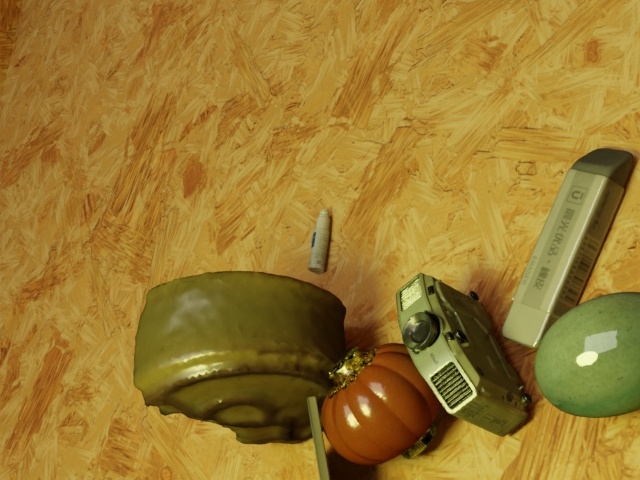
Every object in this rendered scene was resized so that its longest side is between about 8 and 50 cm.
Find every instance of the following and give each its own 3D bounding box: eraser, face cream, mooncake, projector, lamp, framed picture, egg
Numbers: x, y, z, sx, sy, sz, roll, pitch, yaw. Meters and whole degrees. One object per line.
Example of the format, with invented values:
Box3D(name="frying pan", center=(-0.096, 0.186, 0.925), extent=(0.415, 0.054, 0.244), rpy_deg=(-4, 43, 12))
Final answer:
Box3D(name="eraser", center=(0.395, 0.008, 1.892), extent=(0.089, 0.061, 0.352), rpy_deg=(18, 84, 53))
Box3D(name="face cream", center=(0.000, 0.000, 2.380), extent=(0.034, 0.034, 0.130), rpy_deg=(-15, 59, 45))
Box3D(name="mooncake", center=(-0.145, 0.217, 2.123), extent=(0.393, 0.394, 0.246), rpy_deg=(123, 148, -56))
Box3D(name="projector", center=(0.218, 0.169, 1.893), extent=(0.088, 0.193, 0.269), rpy_deg=(-44, 41, 22))
Box3D(name="lamp", center=(0.102, 0.269, 1.970), extent=(0.223, 0.196, 0.223), rpy_deg=(-43, 3, 3))
Box3D(name="framed picture", center=(0.014, 0.438, 1.995), extent=(0.020, 0.211, 0.289), rpy_deg=(-10, 51, -2))
Box3D(name="egg", center=(0.413, 0.162, 1.689), extent=(0.236, 0.169, 0.169), rpy_deg=(-31, 48, 37))
